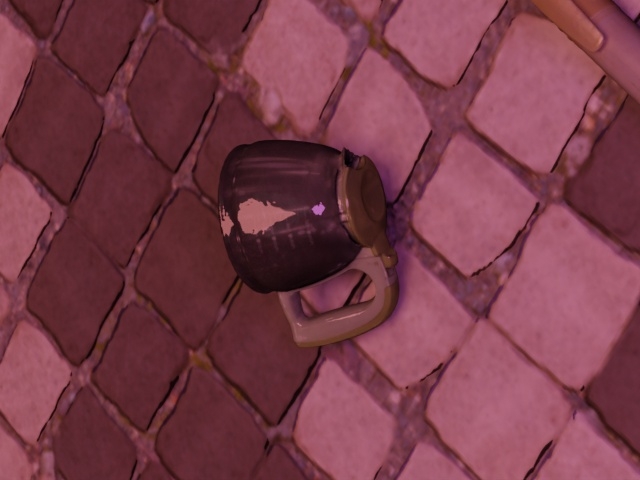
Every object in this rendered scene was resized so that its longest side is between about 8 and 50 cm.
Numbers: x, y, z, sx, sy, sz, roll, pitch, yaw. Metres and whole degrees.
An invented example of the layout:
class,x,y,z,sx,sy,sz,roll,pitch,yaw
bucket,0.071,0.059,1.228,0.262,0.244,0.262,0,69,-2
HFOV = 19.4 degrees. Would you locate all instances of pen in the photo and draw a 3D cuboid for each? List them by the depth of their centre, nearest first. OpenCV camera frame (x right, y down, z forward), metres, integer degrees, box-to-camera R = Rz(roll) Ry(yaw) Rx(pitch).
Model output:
class,x,y,z,sx,sy,sz,roll,pitch,yaw
pen,0.176,-0.084,0.992,0.233,0.040,0.032,49,122,29

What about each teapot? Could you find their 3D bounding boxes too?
class,x,y,z,sx,sy,sz,roll,pitch,yaw
teapot,0.001,-0.007,1.135,0.090,0.124,0.092,-9,44,26
